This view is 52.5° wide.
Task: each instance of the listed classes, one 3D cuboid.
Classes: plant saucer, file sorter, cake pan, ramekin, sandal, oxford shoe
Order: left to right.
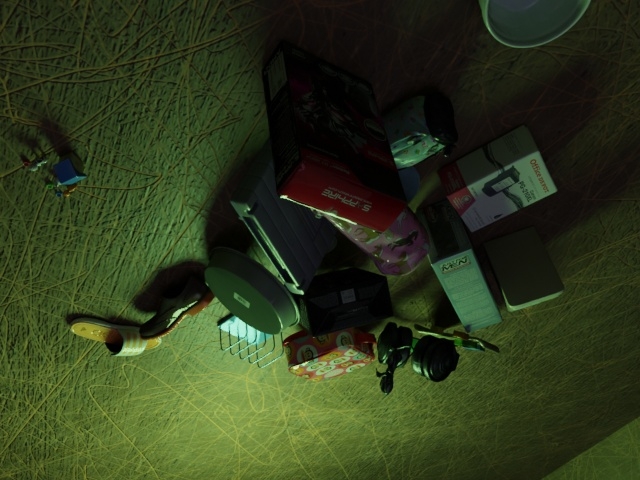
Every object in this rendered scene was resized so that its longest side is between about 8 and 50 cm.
[{"bbox_3d":[-0.596,0.295,1.881,0.265,0.076,0.102,17,132,-29],"label":"sandal"},{"bbox_3d":[-0.417,0.183,1.802,0.271,0.097,0.098,-35,114,18],"label":"oxford shoe"},{"bbox_3d":[-0.186,0.139,1.676,0.293,0.054,0.293,29,149,19],"label":"cake pan"},{"bbox_3d":[-0.206,0.296,1.948,0.118,0.104,0.170,-34,133,23],"label":"file sorter"},{"bbox_3d":[0.145,-0.138,1.591,0.195,0.037,0.195,-6,139,-5],"label":"plant saucer"},{"bbox_3d":[0.391,-0.478,1.211,0.207,0.109,0.207,-6,138,-5],"label":"ramekin"}]

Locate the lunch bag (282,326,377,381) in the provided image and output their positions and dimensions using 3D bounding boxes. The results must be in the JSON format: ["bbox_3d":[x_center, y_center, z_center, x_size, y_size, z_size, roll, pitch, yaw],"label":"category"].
[{"bbox_3d":[0.046,0.337,1.999,0.258,0.120,0.293,-22,154,13],"label":"lunch bag"}]

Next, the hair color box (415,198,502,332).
[{"bbox_3d":[0.382,0.076,1.771,0.114,0.185,0.374,-22,138,13],"label":"hair color box"}]

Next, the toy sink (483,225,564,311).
[{"bbox_3d":[0.570,0.104,1.808,0.153,0.234,0.131,-21,138,9],"label":"toy sink"}]

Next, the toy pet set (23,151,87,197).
[{"bbox_3d":[-0.569,-0.133,1.415,0.114,0.065,0.122,-22,138,12],"label":"toy pet set"}]

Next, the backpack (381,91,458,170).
[{"bbox_3d":[0.201,-0.237,1.429,0.182,0.152,0.115,-26,133,34],"label":"backpack"}]

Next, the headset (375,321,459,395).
[{"bbox_3d":[0.266,0.354,1.917,0.243,0.185,0.394,15,178,23],"label":"headset"}]

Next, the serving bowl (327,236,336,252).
[{"bbox_3d":[0.000,0.000,1.720,0.083,0.027,0.083,-7,138,-6],"label":"serving bowl"}]

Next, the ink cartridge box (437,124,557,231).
[{"bbox_3d":[0.436,-0.148,1.596,0.237,0.100,0.172,-28,137,18],"label":"ink cartridge box"}]

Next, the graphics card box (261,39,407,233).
[{"bbox_3d":[0.018,-0.204,1.237,0.233,0.371,0.094,19,131,-28],"label":"graphics card box"}]

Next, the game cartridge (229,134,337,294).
[{"bbox_3d":[-0.070,-0.064,1.496,0.068,0.230,0.355,6,146,28],"label":"game cartridge"}]

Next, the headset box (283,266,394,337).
[{"bbox_3d":[0.036,0.153,1.718,0.218,0.293,0.110,-13,96,-14],"label":"headset box"}]

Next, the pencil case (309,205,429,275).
[{"bbox_3d":[0.115,-0.059,1.525,0.167,0.160,0.386,-31,136,20],"label":"pencil case"}]

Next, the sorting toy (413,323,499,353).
[{"bbox_3d":[0.403,0.303,1.987,0.229,0.041,0.307,10,171,30],"label":"sorting toy"}]
